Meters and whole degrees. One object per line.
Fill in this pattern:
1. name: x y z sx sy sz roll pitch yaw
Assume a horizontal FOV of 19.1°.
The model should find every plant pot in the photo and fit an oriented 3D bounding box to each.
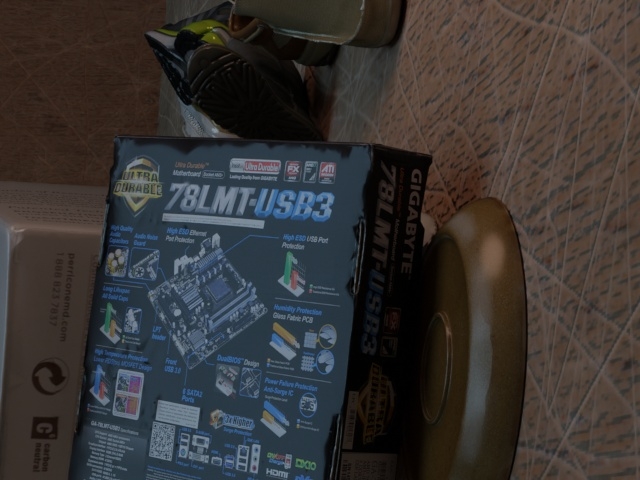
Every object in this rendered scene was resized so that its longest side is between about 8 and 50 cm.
1. plant pot: 0.090 0.087 1.278 0.236 0.032 0.236 -174 90 -80

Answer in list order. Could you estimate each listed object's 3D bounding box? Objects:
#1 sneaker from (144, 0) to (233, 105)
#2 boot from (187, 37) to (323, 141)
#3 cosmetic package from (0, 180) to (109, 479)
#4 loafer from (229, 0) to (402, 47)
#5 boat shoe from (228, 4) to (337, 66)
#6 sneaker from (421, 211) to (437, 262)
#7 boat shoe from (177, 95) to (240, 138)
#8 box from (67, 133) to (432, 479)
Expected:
1. sneaker: -0.129 -0.243 2.388 0.111 0.121 0.300 62 163 -15
2. boot: -0.074 -0.173 1.998 0.076 0.189 0.208 -36 29 16
3. cosmetic package: -0.243 0.122 2.072 0.394 0.327 0.329 -159 74 -65
4. loafer: -0.031 -0.230 1.694 0.268 0.092 0.102 26 121 47
5. boat shoe: -0.023 -0.274 1.840 0.324 0.120 0.122 111 161 -58
6. sneaker: 0.000 0.000 1.477 0.235 0.153 0.094 -107 23 -65
7. boat shoe: -0.141 -0.140 2.505 0.277 0.098 0.096 -121 38 -71
8. box: -0.060 0.071 1.407 0.295 0.073 0.293 4 85 45
